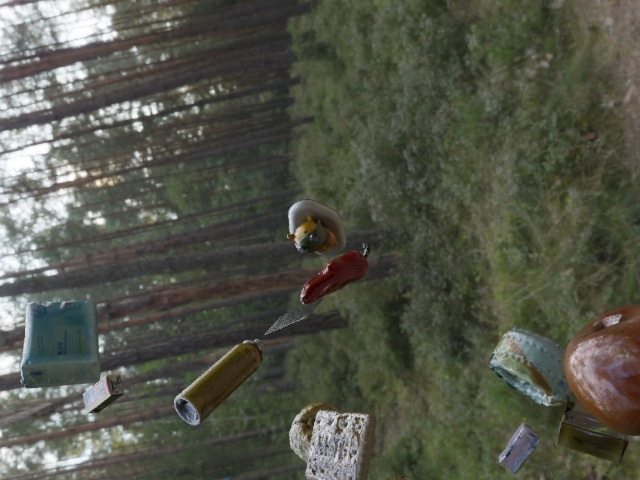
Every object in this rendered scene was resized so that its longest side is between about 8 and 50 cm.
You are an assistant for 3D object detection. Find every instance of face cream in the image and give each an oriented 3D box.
[{"bbox_3d":[-0.286,0.410,1.923,0.349,0.105,0.105,-39,-55,-46],"label":"face cream"}]

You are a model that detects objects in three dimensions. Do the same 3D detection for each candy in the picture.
[{"bbox_3d":[0.678,0.708,2.157,0.073,0.160,0.092,34,-178,16],"label":"candy"}]

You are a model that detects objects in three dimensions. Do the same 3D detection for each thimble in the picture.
[{"bbox_3d":[0.683,0.404,2.008,0.254,0.167,0.288,39,171,-21],"label":"thimble"}]

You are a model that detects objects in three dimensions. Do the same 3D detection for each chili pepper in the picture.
[{"bbox_3d":[0.061,0.117,2.172,0.110,0.387,0.110,26,130,36],"label":"chili pepper"}]

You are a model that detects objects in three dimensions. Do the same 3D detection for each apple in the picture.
[{"bbox_3d":[0.581,0.243,1.155,0.253,0.253,0.253,-11,-90,-88],"label":"apple"}]

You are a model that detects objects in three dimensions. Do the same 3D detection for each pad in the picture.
[{"bbox_3d":[-0.070,0.201,1.679,0.003,0.157,0.112,59,-150,-8],"label":"pad"}]

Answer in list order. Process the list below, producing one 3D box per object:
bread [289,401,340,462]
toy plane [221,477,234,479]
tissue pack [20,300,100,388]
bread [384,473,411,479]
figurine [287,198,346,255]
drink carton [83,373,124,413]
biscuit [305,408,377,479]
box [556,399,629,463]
[{"bbox_3d":[0.004,0.712,2.349,0.134,0.244,0.244,95,168,-51],"label":"bread"},{"bbox_3d":[-0.308,0.627,1.429,0.254,0.271,0.105,-53,-25,-27],"label":"toy plane"},{"bbox_3d":[-0.648,0.251,1.590,0.263,0.177,0.089,-125,41,-56],"label":"tissue pack"},{"bbox_3d":[0.241,0.882,2.179,0.134,0.225,0.081,11,108,63],"label":"bread"},{"bbox_3d":[0.000,0.000,1.979,0.250,0.166,0.141,39,-157,-34],"label":"figurine"},{"bbox_3d":[-0.697,0.493,2.036,0.056,0.166,0.071,8,-126,-46],"label":"drink carton"},{"bbox_3d":[0.048,0.582,1.769,0.325,0.044,0.217,-21,55,62],"label":"biscuit"},{"bbox_3d":[0.714,0.498,1.665,0.240,0.159,0.071,-1,-76,-66],"label":"box"}]
